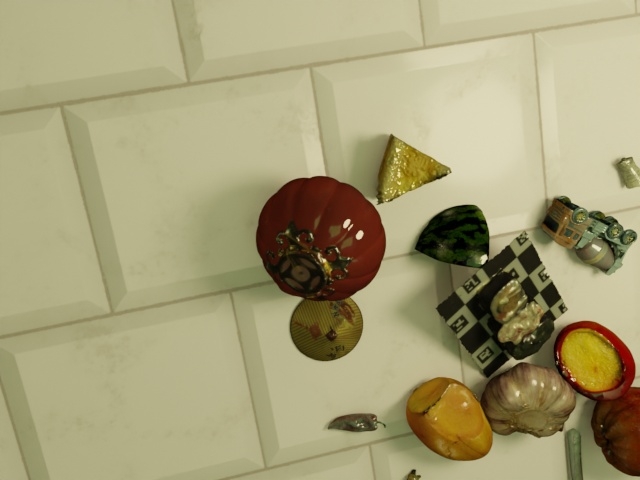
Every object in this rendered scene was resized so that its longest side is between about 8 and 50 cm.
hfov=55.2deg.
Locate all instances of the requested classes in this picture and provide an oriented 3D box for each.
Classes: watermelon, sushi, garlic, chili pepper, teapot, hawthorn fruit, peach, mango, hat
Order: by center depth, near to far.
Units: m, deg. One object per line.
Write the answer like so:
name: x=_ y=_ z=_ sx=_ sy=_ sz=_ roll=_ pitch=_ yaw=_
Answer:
watermelon: x=0.349 y=-0.019 z=1.538 sx=0.193 sy=0.137 sz=0.145 roll=18 pitch=101 yaw=29
sushi: x=0.497 y=0.199 z=1.538 sx=0.296 sy=0.100 sz=0.373 roll=-41 pitch=128 yaw=0
hat: x=0.023 y=0.227 z=1.538 sx=0.193 sy=0.082 sz=0.193 roll=-2 pitch=102 yaw=-11
peach: x=0.718 y=0.315 z=1.618 sx=0.226 sy=0.190 sz=0.196 roll=40 pitch=69 yaw=-30
teapot: x=0.821 y=-0.185 z=1.620 sx=0.083 sy=0.057 sz=0.067 roll=53 pitch=51 yaw=-12
mango: x=0.348 y=0.490 z=1.621 sx=0.187 sy=0.138 sz=0.257 roll=-36 pitch=106 yaw=-7
chili pepper: x=0.096 y=0.483 z=1.622 sx=0.153 sy=0.041 sz=0.050 roll=-4 pitch=82 yaw=7
garlic: x=0.546 y=0.419 z=1.635 sx=0.244 sy=0.160 sz=0.245 roll=0 pitch=126 yaw=1
hawthorn fruit: x=0.885 y=0.521 z=1.675 sx=0.261 sy=0.258 sz=0.258 roll=-12 pitch=105 yaw=21

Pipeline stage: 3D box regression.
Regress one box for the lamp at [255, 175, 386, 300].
lamp: x=0.000 y=0.000 z=1.395 sx=0.303 sy=0.257 sz=0.303 roll=11 pitch=129 yaw=14

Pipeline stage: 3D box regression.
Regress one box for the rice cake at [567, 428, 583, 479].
rice cake: x=0.740 y=0.642 z=1.774 sx=0.033 sy=0.033 sz=0.208 roll=-11 pitch=103 yaw=-6

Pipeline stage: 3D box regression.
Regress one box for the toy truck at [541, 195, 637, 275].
toy truck: x=0.703 y=-0.008 z=1.607 sx=0.256 sy=0.108 sz=0.140 roll=20 pitch=110 yaw=-16

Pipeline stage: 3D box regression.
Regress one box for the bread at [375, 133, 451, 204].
bread: x=0.223 y=-0.153 z=1.469 sx=0.160 sy=0.140 sz=0.169 roll=14 pitch=102 yaw=-1

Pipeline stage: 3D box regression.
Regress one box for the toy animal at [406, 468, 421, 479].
toy animal: x=0.248 y=0.751 z=1.686 sx=0.101 sy=0.103 sz=0.219 roll=26 pitch=100 yaw=10
